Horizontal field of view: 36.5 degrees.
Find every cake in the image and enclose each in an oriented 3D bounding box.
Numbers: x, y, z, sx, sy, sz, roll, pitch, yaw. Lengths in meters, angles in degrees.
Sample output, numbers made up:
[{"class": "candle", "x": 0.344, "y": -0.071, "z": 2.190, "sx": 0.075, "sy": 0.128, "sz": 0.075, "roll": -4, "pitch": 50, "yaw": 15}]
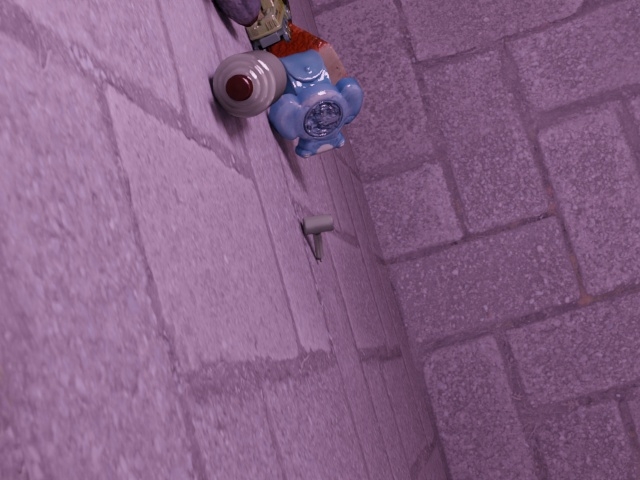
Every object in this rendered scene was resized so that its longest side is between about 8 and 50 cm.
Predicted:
[{"class": "cake", "x": -0.041, "y": -0.454, "z": 2.298, "sx": 0.158, "sy": 0.159, "sz": 0.262, "roll": 55, "pitch": 18, "yaw": -56}]

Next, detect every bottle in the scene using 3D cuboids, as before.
[{"class": "bottle", "x": -0.118, "y": -0.260, "z": 1.608, "sx": 0.245, "sy": 0.104, "sz": 0.104, "roll": -74, "pitch": 146, "yaw": -76}]

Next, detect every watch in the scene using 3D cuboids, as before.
[{"class": "watch", "x": -0.034, "y": -0.303, "z": 2.087, "sx": 0.193, "sy": 0.211, "sz": 0.211, "roll": 56, "pitch": -5, "yaw": 42}]

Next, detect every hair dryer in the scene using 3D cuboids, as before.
[{"class": "hair dryer", "x": 0.000, "y": 0.000, "z": 2.041, "sx": 0.038, "sy": 0.063, "sz": 0.124, "roll": -100, "pitch": -178, "yaw": -51}]

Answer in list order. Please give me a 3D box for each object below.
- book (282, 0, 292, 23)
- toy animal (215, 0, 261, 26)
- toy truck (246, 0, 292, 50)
[{"class": "book", "x": -0.161, "y": -0.765, "z": 2.538, "sx": 0.428, "sy": 0.039, "sz": 0.300, "roll": 65, "pitch": 12, "yaw": -45}, {"class": "toy animal", "x": -0.163, "y": -0.482, "z": 1.794, "sx": 0.324, "sy": 0.090, "sz": 0.195, "roll": -115, "pitch": 180, "yaw": -73}, {"class": "toy truck", "x": -0.122, "y": -0.494, "z": 2.117, "sx": 0.191, "sy": 0.085, "sz": 0.116, "roll": -91, "pitch": 157, "yaw": -55}]
